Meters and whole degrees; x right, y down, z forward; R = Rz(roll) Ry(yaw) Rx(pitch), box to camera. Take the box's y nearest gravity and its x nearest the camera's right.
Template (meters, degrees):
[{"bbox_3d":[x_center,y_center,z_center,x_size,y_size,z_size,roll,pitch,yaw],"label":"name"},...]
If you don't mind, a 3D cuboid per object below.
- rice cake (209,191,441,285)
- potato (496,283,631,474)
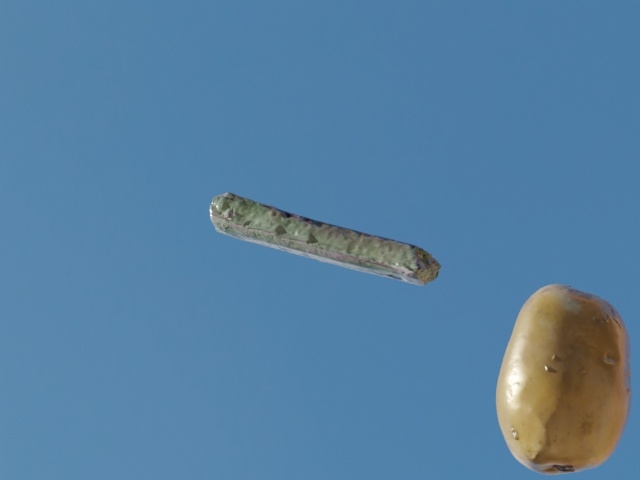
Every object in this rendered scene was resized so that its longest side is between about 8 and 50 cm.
[{"bbox_3d":[0.001,0.000,1.515,0.033,0.207,0.033,-65,-25,-22],"label":"rice cake"},{"bbox_3d":[0.216,0.121,1.611,0.118,0.109,0.178,12,-115,0],"label":"potato"}]
